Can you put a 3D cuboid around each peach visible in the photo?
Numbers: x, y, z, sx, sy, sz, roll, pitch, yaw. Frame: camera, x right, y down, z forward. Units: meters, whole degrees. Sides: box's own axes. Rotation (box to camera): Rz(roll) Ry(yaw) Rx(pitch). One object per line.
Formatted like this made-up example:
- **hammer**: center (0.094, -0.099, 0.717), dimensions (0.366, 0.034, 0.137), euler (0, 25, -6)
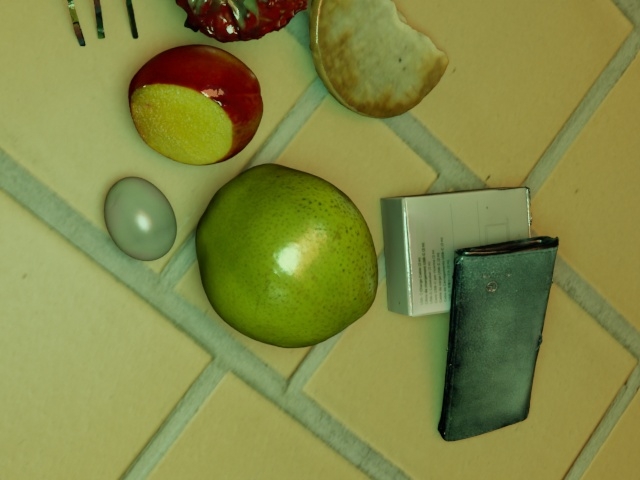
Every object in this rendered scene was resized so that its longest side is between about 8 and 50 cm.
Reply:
- **peach**: center (-0.190, -0.205, 1.430), dimensions (0.192, 0.190, 0.190), euler (-24, 99, -38)

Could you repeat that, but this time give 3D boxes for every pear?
- **pear**: center (-0.050, 0.029, 1.439), dimensions (0.294, 0.294, 0.294), euler (0, 91, -21)

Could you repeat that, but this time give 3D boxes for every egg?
- **egg**: center (-0.277, -0.033, 1.443), dimensions (0.103, 0.103, 0.135), euler (-28, 97, -18)

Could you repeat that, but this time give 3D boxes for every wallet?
- **wallet**: center (0.302, 0.174, 1.617), dimensions (0.191, 0.046, 0.378), euler (-9, 119, -19)

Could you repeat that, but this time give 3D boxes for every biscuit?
- **biscuit**: center (0.080, -0.316, 1.566), dimensions (0.309, 0.040, 0.204), euler (37, 79, -38)

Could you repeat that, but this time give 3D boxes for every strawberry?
- **strawberry**: center (-0.117, -0.440, 1.456), dimensions (0.261, 0.257, 0.261), euler (1, 101, 7)

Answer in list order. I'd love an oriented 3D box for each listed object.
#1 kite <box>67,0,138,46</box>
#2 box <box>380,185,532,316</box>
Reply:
- **kite**: center (-0.335, -0.410, 1.377), dimensions (0.152, 0.015, 0.285), euler (-17, 135, -14)
- **box**: center (0.241, 0.016, 1.637), dimensions (0.252, 0.106, 0.203), euler (-6, 96, -21)
